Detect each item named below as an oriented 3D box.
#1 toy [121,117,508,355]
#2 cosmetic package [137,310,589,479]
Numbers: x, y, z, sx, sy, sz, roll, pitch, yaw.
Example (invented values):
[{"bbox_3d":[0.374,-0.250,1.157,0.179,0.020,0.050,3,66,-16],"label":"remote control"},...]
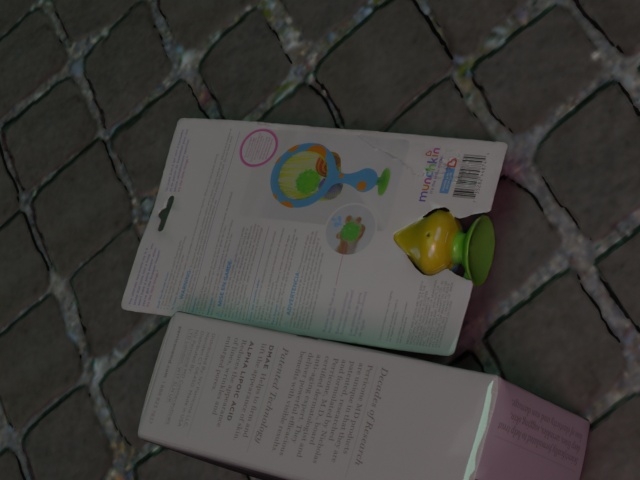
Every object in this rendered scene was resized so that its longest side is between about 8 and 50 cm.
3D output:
[{"bbox_3d":[0.000,0.000,0.978,0.237,0.056,0.136,5,70,32],"label":"toy"},{"bbox_3d":[0.022,0.106,0.878,0.231,0.117,0.085,7,76,37],"label":"cosmetic package"}]
